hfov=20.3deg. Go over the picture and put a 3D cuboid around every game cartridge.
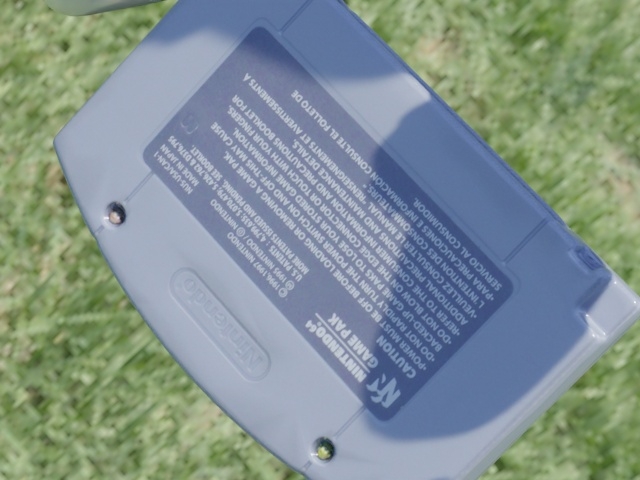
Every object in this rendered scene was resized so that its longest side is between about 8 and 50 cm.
[{"bbox_3d":[0.000,0.000,0.937,0.294,0.196,0.060,47,7,18],"label":"game cartridge"}]

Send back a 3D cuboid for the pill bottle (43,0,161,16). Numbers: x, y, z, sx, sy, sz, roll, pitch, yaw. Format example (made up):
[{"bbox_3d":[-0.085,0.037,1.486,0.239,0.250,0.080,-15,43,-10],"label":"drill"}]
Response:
[{"bbox_3d":[0.007,-0.159,0.600,0.229,0.131,0.131,-14,67,-18],"label":"pill bottle"}]
